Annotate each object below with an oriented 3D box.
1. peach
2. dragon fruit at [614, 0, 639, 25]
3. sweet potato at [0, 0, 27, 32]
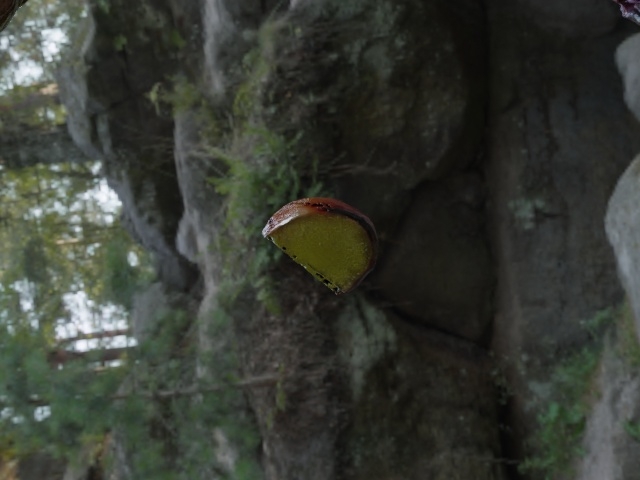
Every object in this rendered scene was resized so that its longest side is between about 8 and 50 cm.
[{"bbox_3d":[-0.001,-0.001,1.233,0.092,0.172,0.127,-108,34,-68],"label":"peach"},{"bbox_3d":[0.165,-0.130,0.330,0.147,0.102,0.096,-1,126,56],"label":"dragon fruit"},{"bbox_3d":[-0.240,-0.212,0.613,0.097,0.097,0.252,76,-175,-46],"label":"sweet potato"}]
